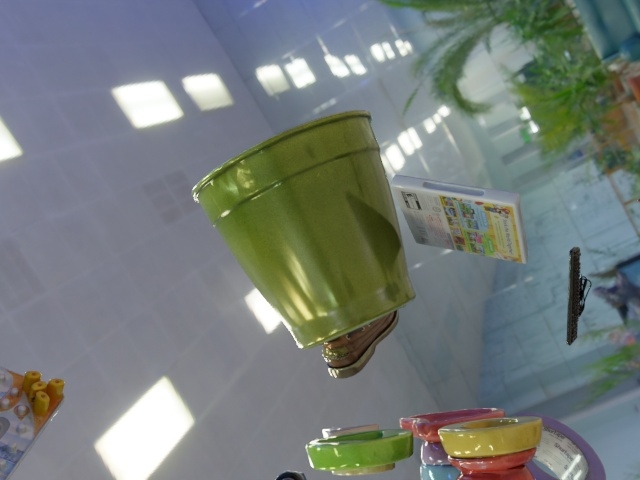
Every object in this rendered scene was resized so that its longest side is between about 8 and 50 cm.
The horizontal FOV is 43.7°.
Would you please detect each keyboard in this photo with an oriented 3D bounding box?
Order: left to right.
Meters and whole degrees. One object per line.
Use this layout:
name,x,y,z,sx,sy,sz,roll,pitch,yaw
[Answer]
keyboard,0.512,0.105,1.577,0.100,0.038,0.191,-23,-65,-63

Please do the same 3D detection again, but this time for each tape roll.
tape roll,0.392,0.397,1.393,0.189,0.080,0.189,17,-149,-10

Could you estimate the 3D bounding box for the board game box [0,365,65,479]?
board game box,-0.661,0.280,1.255,0.390,0.050,0.390,22,-150,-1

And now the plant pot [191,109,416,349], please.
plant pot,0.000,0.000,1.482,0.352,0.367,0.366,65,-162,5

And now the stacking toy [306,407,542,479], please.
stacking toy,0.132,0.300,1.020,0.309,0.280,0.130,68,-166,-81

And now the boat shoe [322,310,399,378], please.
boat shoe,0.090,0.169,1.741,0.104,0.111,0.307,69,-153,-20

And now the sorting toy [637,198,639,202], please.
sorting toy,0.614,-0.099,1.248,0.089,0.257,0.255,56,173,31

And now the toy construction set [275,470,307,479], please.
toy construction set,-0.112,0.600,1.478,0.309,0.237,0.257,-80,-30,-74

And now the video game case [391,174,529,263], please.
video game case,0.241,-0.034,1.353,0.227,0.207,0.026,57,-131,-59
